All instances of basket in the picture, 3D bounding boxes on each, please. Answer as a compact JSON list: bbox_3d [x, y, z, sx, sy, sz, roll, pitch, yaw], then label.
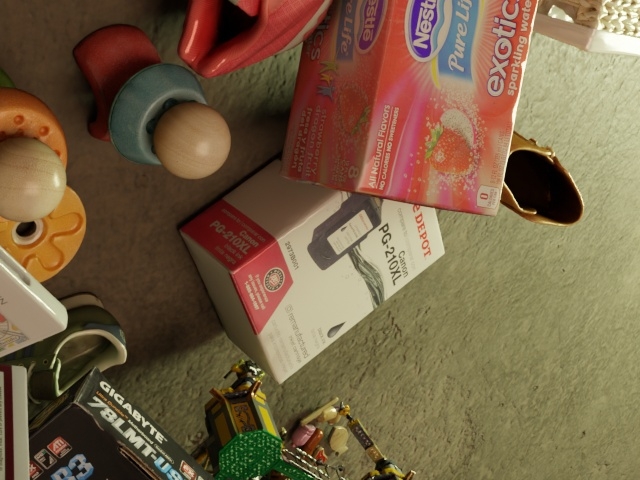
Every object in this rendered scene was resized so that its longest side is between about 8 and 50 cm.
[{"bbox_3d":[0.316,-0.268,1.202,0.167,0.113,0.103,-4,117,-41],"label":"basket"}]

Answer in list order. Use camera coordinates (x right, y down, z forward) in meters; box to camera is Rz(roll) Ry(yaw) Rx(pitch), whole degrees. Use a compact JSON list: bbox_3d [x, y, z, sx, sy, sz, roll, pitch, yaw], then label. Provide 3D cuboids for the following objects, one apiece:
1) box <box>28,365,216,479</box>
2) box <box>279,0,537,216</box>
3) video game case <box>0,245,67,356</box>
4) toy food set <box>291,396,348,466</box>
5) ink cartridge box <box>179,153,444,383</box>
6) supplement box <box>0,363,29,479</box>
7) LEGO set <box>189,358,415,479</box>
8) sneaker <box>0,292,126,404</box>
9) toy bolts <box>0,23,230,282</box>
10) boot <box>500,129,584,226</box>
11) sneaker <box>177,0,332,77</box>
[{"bbox_3d":[-0.203,0.305,0.958,0.295,0.073,0.293,-40,102,16],"label":"box"},{"bbox_3d":[0.082,-0.184,0.948,0.154,0.142,0.300,9,94,-30],"label":"box"},{"bbox_3d":[-0.339,0.047,0.800,0.227,0.026,0.206,-23,138,10],"label":"video game case"},{"bbox_3d":[-0.003,0.235,1.320,0.078,0.019,0.122,-31,142,-23],"label":"toy food set"},{"bbox_3d":[0.000,0.000,1.100,0.237,0.100,0.172,-37,136,-19],"label":"ink cartridge box"},{"bbox_3d":[-0.339,0.147,0.790,0.239,0.130,0.073,12,130,-26],"label":"supplement box"},{"bbox_3d":[-0.070,0.243,1.130,0.331,0.192,0.255,27,111,-33],"label":"LEGO set"},{"bbox_3d":[-0.258,0.111,0.949,0.192,0.086,0.064,-24,131,-29],"label":"sneaker"},{"bbox_3d":[-0.180,-0.049,0.857,0.228,0.158,0.218,-31,134,-24],"label":"toy bolts"},{"bbox_3d":[0.200,-0.066,1.156,0.295,0.211,0.104,23,101,-48],"label":"boot"},{"bbox_3d":[-0.014,-0.225,0.813,0.136,0.116,0.314,-49,180,-43],"label":"sneaker"}]
